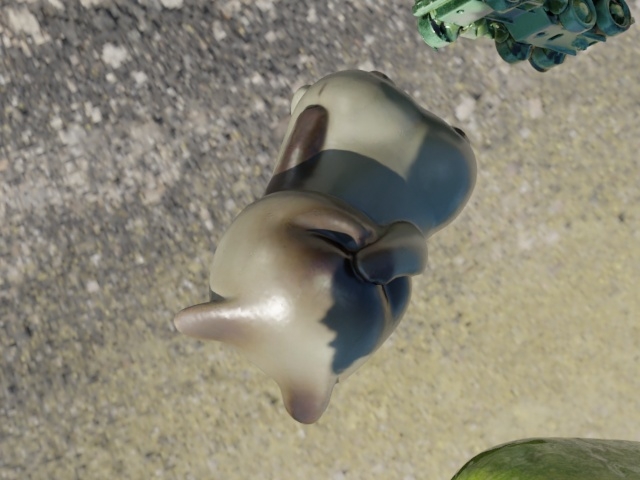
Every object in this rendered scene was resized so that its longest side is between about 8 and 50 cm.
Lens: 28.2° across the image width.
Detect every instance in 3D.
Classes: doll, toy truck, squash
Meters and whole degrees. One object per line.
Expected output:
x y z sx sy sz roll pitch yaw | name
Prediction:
0.022 -0.019 1.346 0.215 0.370 0.226 41 139 -23 | doll
0.219 -0.278 1.413 0.260 0.135 0.128 -1 166 -40 | toy truck
0.235 0.193 0.843 0.371 0.118 0.118 11 119 -32 | squash
